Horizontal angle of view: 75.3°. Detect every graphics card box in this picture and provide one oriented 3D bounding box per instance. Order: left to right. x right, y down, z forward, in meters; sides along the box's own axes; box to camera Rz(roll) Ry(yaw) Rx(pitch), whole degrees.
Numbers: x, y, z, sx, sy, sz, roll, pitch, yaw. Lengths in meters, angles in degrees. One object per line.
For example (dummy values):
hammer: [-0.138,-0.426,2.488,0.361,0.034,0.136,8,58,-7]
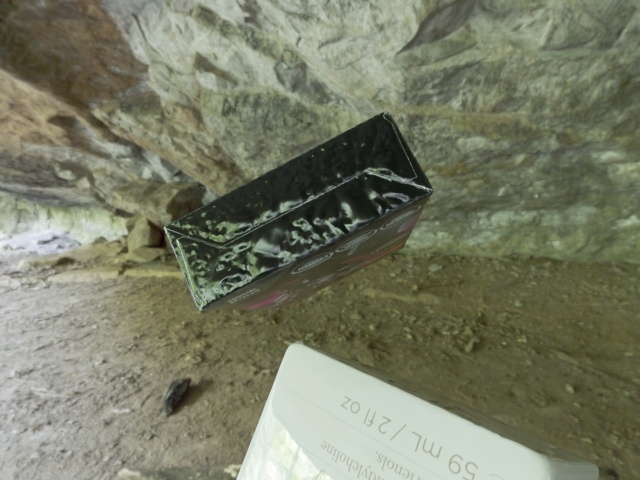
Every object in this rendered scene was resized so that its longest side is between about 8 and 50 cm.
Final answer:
graphics card box: [0.000,0.000,0.533,0.232,0.094,0.371,-26,-12,2]

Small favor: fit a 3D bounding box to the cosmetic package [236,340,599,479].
cosmetic package: [0.097,0.391,0.514,0.329,0.394,0.327,11,-16,43]
